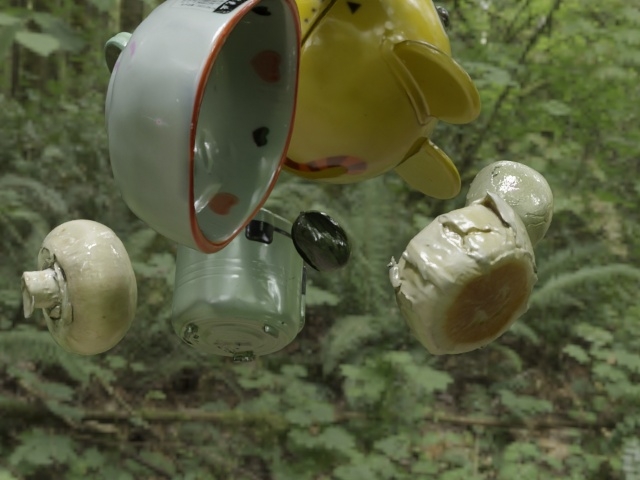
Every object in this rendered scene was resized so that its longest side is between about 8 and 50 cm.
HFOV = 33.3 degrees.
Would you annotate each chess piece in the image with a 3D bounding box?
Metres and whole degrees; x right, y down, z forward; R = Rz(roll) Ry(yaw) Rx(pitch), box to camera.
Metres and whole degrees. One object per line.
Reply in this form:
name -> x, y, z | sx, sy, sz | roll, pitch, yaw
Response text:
chess piece -> -0.155, -0.189, 1.063 | 0.103, 0.067, 0.067 | -34, 24, -29

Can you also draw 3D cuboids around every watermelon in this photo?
watermelon -> 0.000, 0.000, 1.595 | 0.110, 0.078, 0.078 | 45, 22, 19

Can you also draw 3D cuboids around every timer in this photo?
timer -> 0.062, -0.231, 1.564 | 0.387, 0.376, 0.376 | 32, 13, 15

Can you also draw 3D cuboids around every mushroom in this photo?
mushroom -> -0.438, 0.085, 1.918 | 0.202, 0.246, 0.246 | -4, 8, -38

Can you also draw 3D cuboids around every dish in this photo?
dish -> -0.116, -0.124, 0.990 | 0.117, 0.256, 0.256 | 15, 8, 16

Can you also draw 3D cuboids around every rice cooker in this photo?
rice cooker -> -0.134, 0.064, 1.777 | 0.226, 0.244, 0.226 | -1, -26, -1

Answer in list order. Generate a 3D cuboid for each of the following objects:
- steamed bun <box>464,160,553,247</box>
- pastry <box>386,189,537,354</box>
steamed bun -> 0.244, -0.046, 1.381 | 0.113, 0.130, 0.091 | 21, -33, 13
pastry -> 0.145, 0.037, 1.060 | 0.166, 0.165, 0.088 | -1, 38, -38
